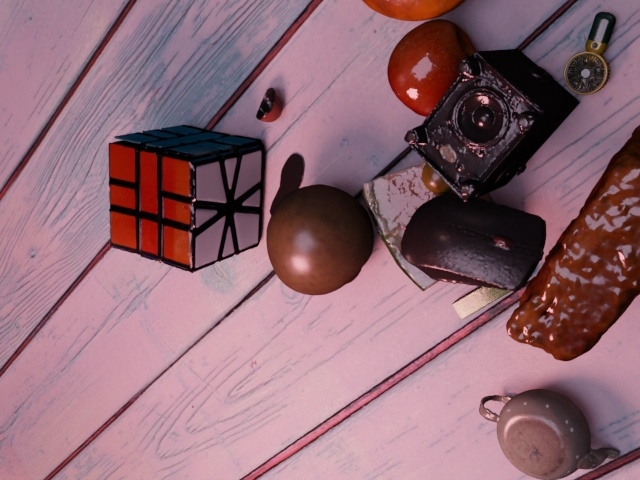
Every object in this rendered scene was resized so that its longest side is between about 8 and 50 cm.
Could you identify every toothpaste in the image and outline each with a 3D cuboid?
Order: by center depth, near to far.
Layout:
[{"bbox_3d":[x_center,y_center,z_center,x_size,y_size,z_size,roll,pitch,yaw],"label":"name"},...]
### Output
[{"bbox_3d":[0.366,0.110,1.715,0.178,0.037,0.043,-37,86,35],"label":"toothpaste"}]

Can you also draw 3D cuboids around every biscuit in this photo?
[{"bbox_3d":[0.515,0.004,1.406,0.166,0.343,0.395,36,123,15],"label":"biscuit"}]

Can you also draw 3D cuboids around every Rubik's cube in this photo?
[{"bbox_3d":[-0.325,-0.114,1.950,0.284,0.288,0.293,18,114,29],"label":"Rubik's cube"}]

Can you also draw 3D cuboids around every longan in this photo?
[{"bbox_3d":[0.242,-0.135,1.588,0.075,0.075,0.083,20,72,27],"label":"longan"},{"bbox_3d":[0.000,0.000,1.797,0.258,0.258,0.257,10,109,31],"label":"longan"}]

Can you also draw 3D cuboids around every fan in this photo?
[{"bbox_3d":[0.514,-0.349,1.484,0.082,0.039,0.155,25,114,26],"label":"fan"}]

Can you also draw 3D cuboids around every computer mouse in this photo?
[{"bbox_3d":[0.281,-0.005,1.515,0.295,0.087,0.168,11,70,39],"label":"computer mouse"}]

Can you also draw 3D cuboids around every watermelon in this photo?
[{"bbox_3d":[0.218,-0.040,1.697,0.302,0.151,0.264,-34,83,35],"label":"watermelon"}]

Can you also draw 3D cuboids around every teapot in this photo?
[{"bbox_3d":[0.473,0.405,1.677,0.294,0.129,0.193,25,116,27],"label":"teapot"}]

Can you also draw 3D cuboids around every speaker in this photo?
[{"bbox_3d":[0.330,-0.223,1.511,0.184,0.254,0.232,46,122,15],"label":"speaker"}]

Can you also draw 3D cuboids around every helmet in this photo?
[{"bbox_3d":[-0.114,-0.318,1.896,0.065,0.049,0.084,24,90,60],"label":"helmet"}]

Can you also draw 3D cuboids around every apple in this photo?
[{"bbox_3d":[0.228,-0.342,1.589,0.168,0.181,0.181,-32,85,31],"label":"apple"}]

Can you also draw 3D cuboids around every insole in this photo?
[{"bbox_3d":[-0.082,-0.130,1.956,0.064,0.004,0.188,35,120,20],"label":"insole"}]

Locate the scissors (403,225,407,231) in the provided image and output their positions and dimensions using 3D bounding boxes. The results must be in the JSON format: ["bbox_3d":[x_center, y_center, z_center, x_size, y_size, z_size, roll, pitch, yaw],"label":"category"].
[{"bbox_3d":[0.212,0.013,1.637,0.039,0.012,0.113,-28,89,18],"label":"scissors"}]

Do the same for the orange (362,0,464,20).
[{"bbox_3d":[0.183,-0.568,1.527,0.284,0.226,0.283,6,102,26],"label":"orange"}]
